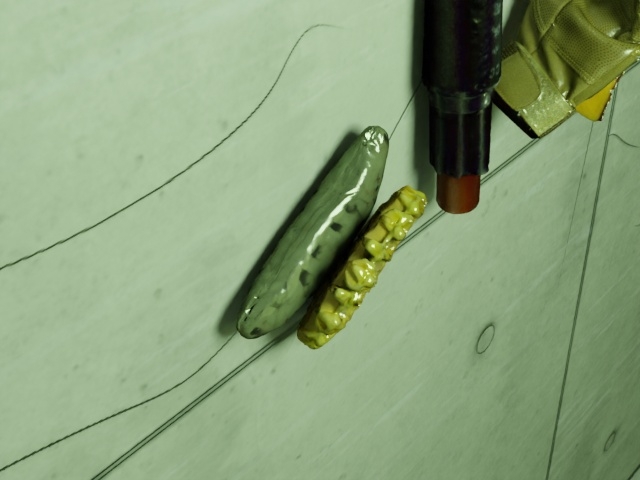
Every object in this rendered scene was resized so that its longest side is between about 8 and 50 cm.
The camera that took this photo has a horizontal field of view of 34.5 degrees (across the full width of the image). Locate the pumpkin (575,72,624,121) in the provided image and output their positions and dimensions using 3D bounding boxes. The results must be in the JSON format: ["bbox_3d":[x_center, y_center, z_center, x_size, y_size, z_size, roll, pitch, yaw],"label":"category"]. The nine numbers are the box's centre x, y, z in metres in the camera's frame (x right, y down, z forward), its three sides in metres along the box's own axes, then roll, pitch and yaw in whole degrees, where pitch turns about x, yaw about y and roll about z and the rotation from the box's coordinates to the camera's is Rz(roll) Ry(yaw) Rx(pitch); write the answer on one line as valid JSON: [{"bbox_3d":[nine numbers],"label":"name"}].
[{"bbox_3d":[0.346,-0.284,1.243,0.278,0.111,0.163,-70,163,9],"label":"pumpkin"}]

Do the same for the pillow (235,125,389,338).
[{"bbox_3d":[0.001,-0.001,0.991,0.241,0.051,0.093,-57,160,-10],"label":"pillow"}]

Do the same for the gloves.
[{"bbox_3d":[0.302,-0.262,1.092,0.331,0.141,0.154,-53,-167,17],"label":"gloves"}]

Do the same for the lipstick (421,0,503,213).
[{"bbox_3d":[0.142,-0.157,1.046,0.081,0.081,0.299,-37,139,-35],"label":"lipstick"}]

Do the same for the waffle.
[{"bbox_3d":[0.039,0.026,1.012,0.191,0.038,0.191,-54,-177,4],"label":"waffle"}]
